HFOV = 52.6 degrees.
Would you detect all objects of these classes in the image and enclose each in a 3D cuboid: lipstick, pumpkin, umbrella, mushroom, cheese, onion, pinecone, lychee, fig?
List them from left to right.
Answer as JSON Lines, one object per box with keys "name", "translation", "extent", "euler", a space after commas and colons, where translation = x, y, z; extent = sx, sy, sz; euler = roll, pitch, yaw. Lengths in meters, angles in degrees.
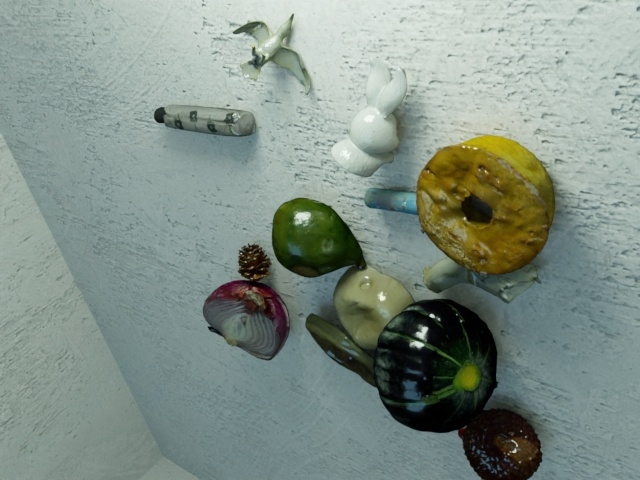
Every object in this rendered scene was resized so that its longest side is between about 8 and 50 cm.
{"name": "umbrella", "translation": [-0.300, -0.303, 1.627], "extent": [0.337, 0.073, 0.067], "euler": [13, 99, 37]}
{"name": "pinecone", "translation": [-0.193, 0.063, 1.828], "extent": [0.102, 0.102, 0.109], "euler": [-15, 108, 50]}
{"name": "onion", "translation": [-0.185, 0.190, 1.883], "extent": [0.267, 0.159, 0.348], "euler": [35, 144, -2]}
{"name": "fig", "translation": [0.000, 0.000, 1.547], "extent": [0.245, 0.195, 0.195], "euler": [13, 143, -13]}
{"name": "cheese", "translation": [0.126, 0.166, 1.591], "extent": [0.218, 0.117, 0.235], "euler": [46, 143, 5]}
{"name": "lipstick", "translation": [0.169, -0.083, 1.382], "extent": [0.158, 0.048, 0.048], "euler": [11, 130, 39]}
{"name": "pumpkin", "translation": [0.239, 0.269, 1.442], "extent": [0.296, 0.296, 0.295], "euler": [26, 138, 26]}
{"name": "mushroom", "translation": [0.324, 0.070, 1.338], "extent": [0.278, 0.099, 0.096], "euler": [2, 113, 49]}
{"name": "lychee", "translation": [0.432, 0.496, 1.549], "extent": [0.188, 0.188, 0.188], "euler": [26, 138, 26]}

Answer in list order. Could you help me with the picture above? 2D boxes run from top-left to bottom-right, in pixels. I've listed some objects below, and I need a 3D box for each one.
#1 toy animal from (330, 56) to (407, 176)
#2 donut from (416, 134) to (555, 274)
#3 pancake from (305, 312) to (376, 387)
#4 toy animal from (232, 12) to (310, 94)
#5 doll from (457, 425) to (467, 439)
{"name": "toy animal", "translation": [0.120, -0.241, 1.274], "extent": [0.220, 0.131, 0.103], "euler": [-60, 40, 26]}
{"name": "donut", "translation": [0.309, -0.073, 1.203], "extent": [0.278, 0.108, 0.277], "euler": [27, 139, 26]}
{"name": "pancake", "translation": [0.069, 0.305, 1.771], "extent": [0.294, 0.049, 0.294], "euler": [38, 165, 12]}
{"name": "toy animal", "translation": [-0.099, -0.395, 1.331], "extent": [0.219, 0.095, 0.155], "euler": [45, 147, 3]}
{"name": "doll", "translation": [0.341, 0.407, 1.633], "extent": [0.142, 0.076, 0.245], "euler": [20, 139, 31]}
